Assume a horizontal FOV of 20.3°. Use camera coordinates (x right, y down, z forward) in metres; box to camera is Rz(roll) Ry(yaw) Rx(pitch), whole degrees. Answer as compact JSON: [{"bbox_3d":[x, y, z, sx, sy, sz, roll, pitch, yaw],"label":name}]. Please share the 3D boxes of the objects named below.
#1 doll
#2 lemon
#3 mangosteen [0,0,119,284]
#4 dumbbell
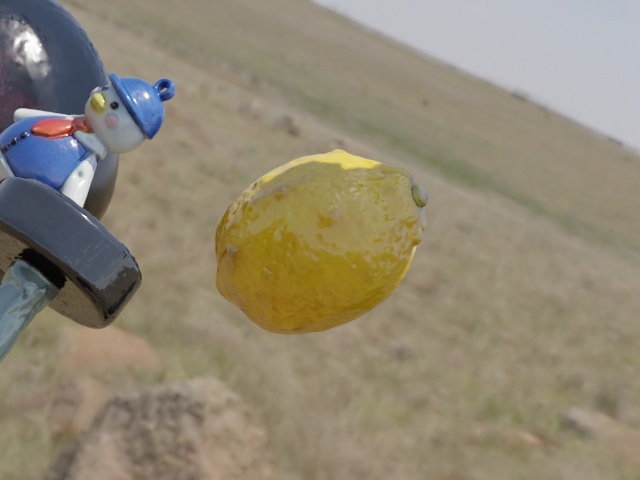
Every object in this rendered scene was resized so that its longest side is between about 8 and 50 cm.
[{"bbox_3d":[-0.149,-0.057,1.074,0.098,0.143,0.057,58,-3,40],"label":"doll"},{"bbox_3d":[0.000,0.000,1.184,0.114,0.155,0.114,61,7,-13],"label":"lemon"},{"bbox_3d":[-0.325,-0.087,1.568,0.297,0.297,0.313,27,36,22],"label":"mangosteen"},{"bbox_3d":[-0.189,0.064,0.961,0.100,0.191,0.100,31,-21,13],"label":"dumbbell"}]
